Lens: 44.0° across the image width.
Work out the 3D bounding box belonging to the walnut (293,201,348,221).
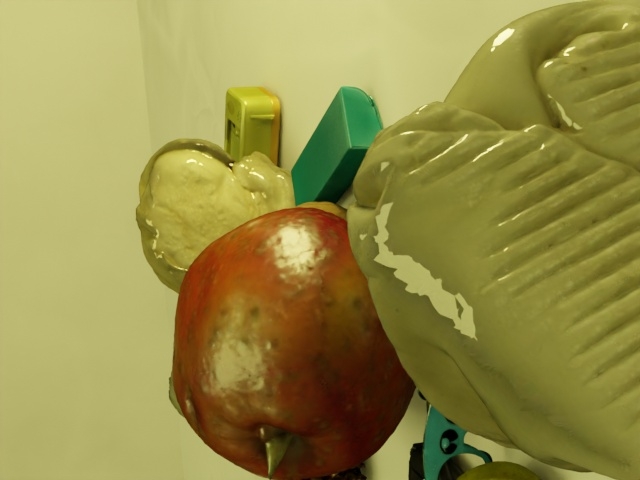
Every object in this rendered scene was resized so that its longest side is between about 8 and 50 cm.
[{"bbox_3d":[0.000,0.000,1.350,0.166,0.166,0.149,123,155,-58],"label":"walnut"}]

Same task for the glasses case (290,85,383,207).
[{"bbox_3d":[0.023,-0.139,1.376,0.301,0.070,0.117,128,137,-63],"label":"glasses case"}]

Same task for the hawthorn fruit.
[{"bbox_3d":[-0.036,0.174,1.159,0.403,0.402,0.403,172,90,-68],"label":"hawthorn fruit"}]

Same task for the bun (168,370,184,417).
[{"bbox_3d":[-0.196,0.249,1.795,0.360,0.211,0.360,15,-90,-87],"label":"bun"}]

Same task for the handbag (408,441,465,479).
[{"bbox_3d":[0.186,0.438,1.129,0.247,0.080,0.223,-141,49,-57],"label":"handbag"}]

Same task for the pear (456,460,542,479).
[{"bbox_3d":[0.222,0.337,0.962,0.141,0.104,0.141,-2,86,27],"label":"pear"}]

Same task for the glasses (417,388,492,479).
[{"bbox_3d":[0.189,0.227,1.070,0.207,0.102,0.239,-53,-35,-67],"label":"glasses"}]

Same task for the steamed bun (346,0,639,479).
[{"bbox_3d":[0.206,0.026,0.639,0.368,0.342,0.255,58,163,23],"label":"steamed bun"}]

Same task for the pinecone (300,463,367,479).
[{"bbox_3d":[0.011,0.420,1.485,0.173,0.173,0.174,172,90,-68],"label":"pinecone"}]

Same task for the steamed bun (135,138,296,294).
[{"bbox_3d":[-0.194,-0.028,1.619,0.230,0.372,0.325,-178,98,-83],"label":"steamed bun"}]

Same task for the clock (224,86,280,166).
[{"bbox_3d":[-0.150,-0.225,1.729,0.143,0.096,0.202,-130,39,-57],"label":"clock"}]
